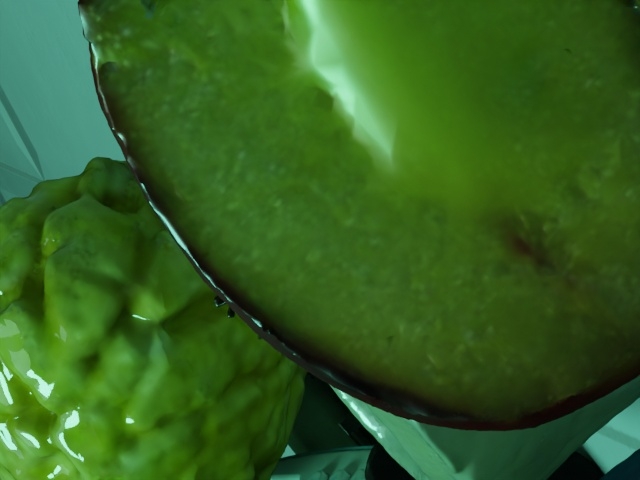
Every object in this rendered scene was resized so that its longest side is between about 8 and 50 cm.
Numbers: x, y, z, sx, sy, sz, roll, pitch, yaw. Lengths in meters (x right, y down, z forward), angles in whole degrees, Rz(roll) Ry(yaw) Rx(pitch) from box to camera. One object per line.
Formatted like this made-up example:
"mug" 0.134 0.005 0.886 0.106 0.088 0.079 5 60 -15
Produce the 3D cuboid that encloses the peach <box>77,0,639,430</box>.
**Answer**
"peach" 0.043 -0.066 0.903 0.338 0.281 0.281 35 -173 -46

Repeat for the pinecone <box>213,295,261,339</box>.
"pinecone" -0.002 0.008 1.442 0.163 0.165 0.163 61 169 20

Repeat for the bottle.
"bottle" 0.014 0.203 1.952 0.201 0.072 0.072 49 162 32

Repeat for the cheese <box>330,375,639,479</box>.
"cheese" 0.040 0.017 1.230 0.332 0.153 0.292 49 175 -1

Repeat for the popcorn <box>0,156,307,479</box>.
"popcorn" -0.168 0.112 1.826 0.354 0.344 0.390 64 166 10

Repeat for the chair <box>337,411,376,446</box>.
"chair" 0.054 0.193 1.868 0.086 0.037 0.042 52 174 9

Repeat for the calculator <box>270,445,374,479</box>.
"calculator" -0.017 0.286 1.771 0.054 0.256 0.386 50 146 -19

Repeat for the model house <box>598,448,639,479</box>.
"model house" 0.190 0.243 1.068 0.215 0.303 0.237 68 164 -8

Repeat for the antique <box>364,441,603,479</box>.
"antique" 0.158 0.294 1.483 0.322 0.185 0.255 52 156 25
